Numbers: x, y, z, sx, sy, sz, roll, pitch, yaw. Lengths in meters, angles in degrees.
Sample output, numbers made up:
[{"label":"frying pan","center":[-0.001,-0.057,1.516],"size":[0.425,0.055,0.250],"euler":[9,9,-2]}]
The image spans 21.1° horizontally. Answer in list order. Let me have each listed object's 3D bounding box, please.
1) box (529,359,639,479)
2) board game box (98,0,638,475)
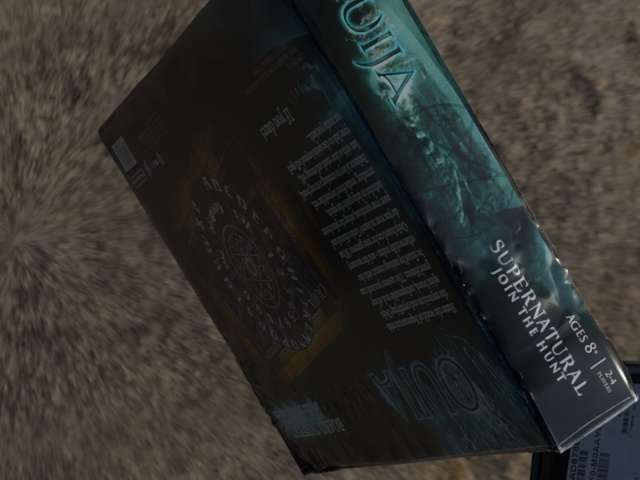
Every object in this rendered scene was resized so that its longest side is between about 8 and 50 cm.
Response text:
[{"label":"box","center":[0.145,0.217,0.626],"size":[0.076,0.242,0.307],"euler":[1,75,33]},{"label":"board game box","center":[0.000,0.000,0.444],"size":[0.026,0.186,0.126],"euler":[-32,92,-20]}]
